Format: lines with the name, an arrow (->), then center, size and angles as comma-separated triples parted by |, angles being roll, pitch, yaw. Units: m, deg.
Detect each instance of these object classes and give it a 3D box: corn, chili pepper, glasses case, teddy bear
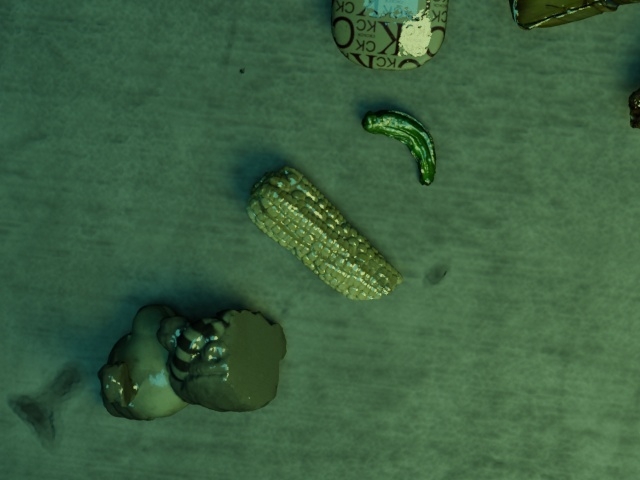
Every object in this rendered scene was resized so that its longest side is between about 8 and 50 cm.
corn -> 0.000, 0.000, 1.473 | 0.087, 0.087, 0.211 | -43, 100, 13
chili pepper -> 0.104, -0.121, 1.459 | 0.118, 0.035, 0.055 | 42, 116, -15
glasses case -> 0.085, -0.370, 1.372 | 0.137, 0.085, 0.355 | 4, 103, 3
teddy bear -> -0.183, 0.145, 1.485 | 0.251, 0.171, 0.144 | -7, 82, 13

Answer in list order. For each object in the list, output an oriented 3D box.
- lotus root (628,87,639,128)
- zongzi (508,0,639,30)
lotus root -> 0.465, -0.191, 1.357 | 0.260, 0.128, 0.145 | -24, 110, 12
zongzi -> 0.316, -0.375, 1.302 | 0.289, 0.123, 0.260 | -12, 102, 27
